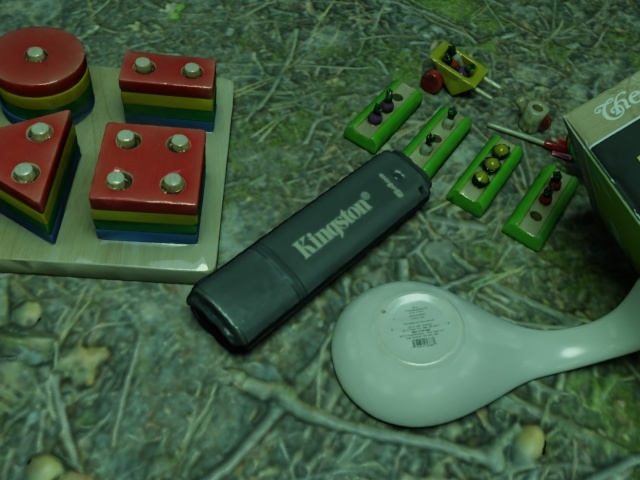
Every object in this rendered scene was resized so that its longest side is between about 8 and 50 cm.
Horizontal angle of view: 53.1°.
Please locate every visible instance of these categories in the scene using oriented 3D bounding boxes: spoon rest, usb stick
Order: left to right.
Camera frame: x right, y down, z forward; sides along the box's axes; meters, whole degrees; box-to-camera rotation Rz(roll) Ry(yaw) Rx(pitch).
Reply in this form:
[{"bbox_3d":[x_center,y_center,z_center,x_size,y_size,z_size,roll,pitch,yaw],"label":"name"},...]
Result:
[{"bbox_3d":[0.000,0.000,0.602,0.077,0.045,0.278,41,58,19],"label":"usb stick"},{"bbox_3d":[0.147,0.088,0.556,0.276,0.084,0.137,-6,54,2],"label":"spoon rest"}]

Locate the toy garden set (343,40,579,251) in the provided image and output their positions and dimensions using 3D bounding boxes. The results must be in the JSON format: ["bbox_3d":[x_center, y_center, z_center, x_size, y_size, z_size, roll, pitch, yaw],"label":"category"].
[{"bbox_3d":[0.184,-0.128,0.722,0.244,0.049,0.204,33,56,14],"label":"toy garden set"}]

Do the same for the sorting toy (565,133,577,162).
[{"bbox_3d":[0.413,-0.104,0.689,0.274,0.132,0.046,21,27,-5],"label":"sorting toy"}]

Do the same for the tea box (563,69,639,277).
[{"bbox_3d":[0.428,-0.026,0.489,0.329,0.220,0.323,-31,61,16],"label":"tea box"}]

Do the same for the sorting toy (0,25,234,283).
[{"bbox_3d":[-0.218,-0.097,0.608,0.255,0.089,0.257,4,54,-6],"label":"sorting toy"}]
